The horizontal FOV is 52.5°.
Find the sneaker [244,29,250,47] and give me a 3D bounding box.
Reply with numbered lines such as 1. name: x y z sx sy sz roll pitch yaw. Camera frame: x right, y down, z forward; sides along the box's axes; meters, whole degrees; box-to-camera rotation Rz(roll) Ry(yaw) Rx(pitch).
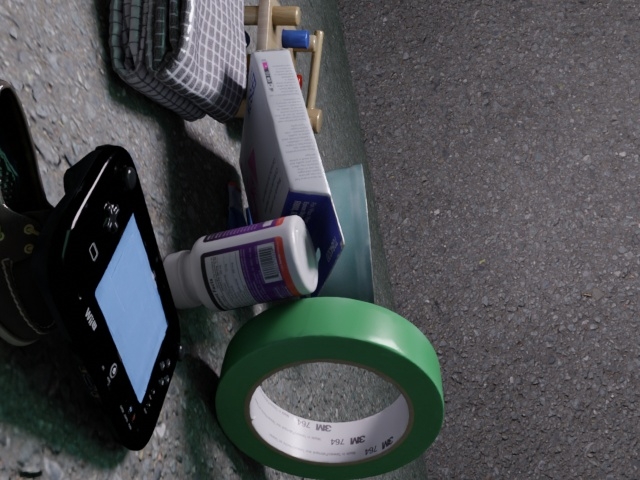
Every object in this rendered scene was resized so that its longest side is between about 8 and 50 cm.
1. sneaker: -0.185 -0.405 1.315 0.144 0.053 0.059 -5 88 -72

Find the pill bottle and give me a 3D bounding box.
1. pill bottle: -0.109 0.037 0.880 0.108 0.193 0.108 -12 90 -77

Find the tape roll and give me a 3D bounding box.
1. tape roll: 0.013 0.223 0.932 0.077 0.321 0.321 -84 157 -52

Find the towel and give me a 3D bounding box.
1. towel: -0.189 -0.336 0.951 0.235 0.121 0.284 15 78 -74

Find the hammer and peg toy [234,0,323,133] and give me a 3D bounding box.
1. hammer and peg toy: -0.083 -0.353 1.398 0.361 0.127 0.266 -5 99 -80

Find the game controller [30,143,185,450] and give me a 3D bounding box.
1. game controller: -0.191 0.069 0.631 0.319 0.067 0.166 88 0 -45

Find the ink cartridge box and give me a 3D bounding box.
1. ink cartridge box: -0.064 -0.073 1.045 0.324 0.071 0.330 113 -34 -63

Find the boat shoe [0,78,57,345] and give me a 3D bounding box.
1. boat shoe: -0.266 -0.021 0.554 0.081 0.068 0.228 -48 124 -75

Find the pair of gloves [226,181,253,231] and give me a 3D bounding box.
1. pair of gloves: -0.130 -0.015 1.222 0.198 0.023 0.159 42 37 -67

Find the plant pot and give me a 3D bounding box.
1. plant pot: 0.000 0.000 1.314 0.293 0.196 0.293 -6 90 -87
